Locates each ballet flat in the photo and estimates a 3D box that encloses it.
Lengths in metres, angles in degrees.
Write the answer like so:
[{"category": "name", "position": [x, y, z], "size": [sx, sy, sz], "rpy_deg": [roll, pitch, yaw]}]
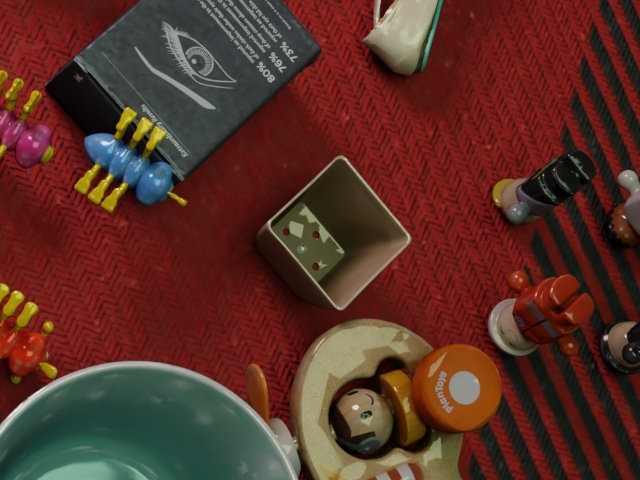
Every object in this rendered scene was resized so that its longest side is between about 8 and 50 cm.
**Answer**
[{"category": "ballet flat", "position": [0.108, -0.288, 1.876], "size": [0.086, 0.086, 0.248], "rpy_deg": [28, 70, -17]}]

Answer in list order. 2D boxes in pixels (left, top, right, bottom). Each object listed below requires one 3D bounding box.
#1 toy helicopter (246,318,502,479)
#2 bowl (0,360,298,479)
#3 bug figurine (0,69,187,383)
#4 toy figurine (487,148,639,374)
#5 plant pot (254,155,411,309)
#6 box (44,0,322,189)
[{"category": "toy helicopter", "position": [0.023, 0.247, 1.697], "size": [0.235, 0.140, 0.355], "rpy_deg": [11, 78, -20]}, {"category": "bowl", "position": [-0.181, 0.267, 1.580], "size": [0.312, 0.163, 0.311], "rpy_deg": [5, 78, -23]}, {"category": "bug figurine", "position": [-0.266, -0.018, 1.624], "size": [0.216, 0.072, 0.279], "rpy_deg": [37, 88, -3]}, {"category": "toy figurine", "position": [0.279, 0.025, 1.858], "size": [0.213, 0.148, 0.209], "rpy_deg": [8, 71, -21]}, {"category": "plant pot", "position": [0.000, 0.000, 1.754], "size": [0.109, 0.096, 0.109], "rpy_deg": [-44, 99, -24]}, {"category": "box", "position": [-0.129, -0.163, 1.720], "size": [0.207, 0.108, 0.153], "rpy_deg": [-44, 99, -25]}]
